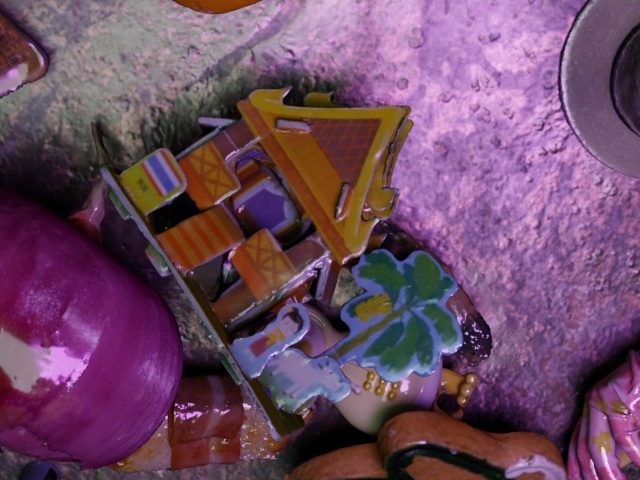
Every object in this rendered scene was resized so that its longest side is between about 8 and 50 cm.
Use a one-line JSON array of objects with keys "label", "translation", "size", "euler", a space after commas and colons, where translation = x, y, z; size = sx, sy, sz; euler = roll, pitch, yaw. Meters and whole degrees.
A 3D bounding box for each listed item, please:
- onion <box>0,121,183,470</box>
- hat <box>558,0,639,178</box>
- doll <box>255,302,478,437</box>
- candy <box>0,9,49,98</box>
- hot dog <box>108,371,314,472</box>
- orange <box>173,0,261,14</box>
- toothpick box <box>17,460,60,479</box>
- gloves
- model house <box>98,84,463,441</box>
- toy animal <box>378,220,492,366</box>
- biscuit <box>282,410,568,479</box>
[{"label": "onion", "translation": [-0.300, 0.077, 1.226], "size": [0.358, 0.358, 0.345], "euler": [43, 96, -14]}, {"label": "hat", "translation": [0.403, -0.174, 1.284], "size": [0.257, 0.130, 0.257], "euler": [-1, 108, -3]}, {"label": "doll", "translation": [0.035, 0.151, 1.378], "size": [0.296, 0.117, 0.141], "euler": [18, 100, -8]}, {"label": "candy", "translation": [-0.421, -0.259, 1.244], "size": [0.143, 0.101, 0.271], "euler": [-32, 112, 2]}, {"label": "hot dog", "translation": [-0.145, 0.214, 1.403], "size": [0.262, 0.093, 0.123], "euler": [0, 126, -22]}, {"label": "orange", "translation": [-0.108, -0.323, 1.200], "size": [0.178, 0.155, 0.177], "euler": [10, 71, -30]}, {"label": "toothpick box", "translation": [-0.353, 0.312, 1.432], "size": [0.052, 0.083, 0.052], "euler": [-1, 108, -2]}, {"label": "gloves", "translation": [0.367, 0.223, 1.412], "size": [0.126, 0.145, 0.241], "euler": [41, 98, -4]}, {"label": "model house", "translation": [0.000, 0.000, 1.225], "size": [0.313, 0.242, 0.357], "euler": [-34, 80, 4]}, {"label": "toy animal", "translation": [0.131, 0.053, 1.368], "size": [0.069, 0.086, 0.220], "euler": [-46, 109, -14]}, {"label": "biscuit", "translation": [0.126, 0.292, 1.382], "size": [0.344, 0.057, 0.287], "euler": [-5, 143, -2]}]
